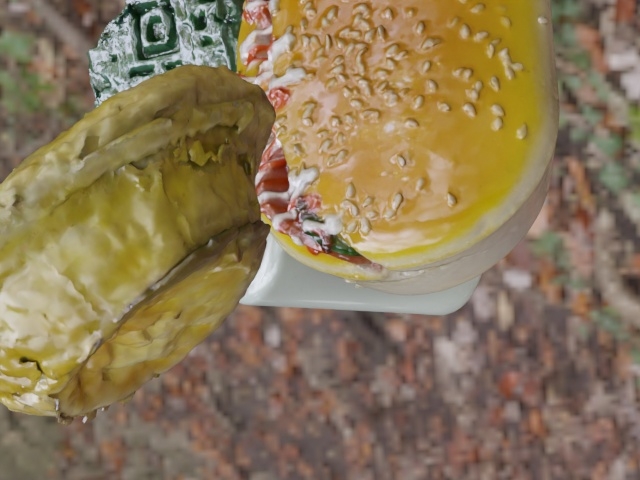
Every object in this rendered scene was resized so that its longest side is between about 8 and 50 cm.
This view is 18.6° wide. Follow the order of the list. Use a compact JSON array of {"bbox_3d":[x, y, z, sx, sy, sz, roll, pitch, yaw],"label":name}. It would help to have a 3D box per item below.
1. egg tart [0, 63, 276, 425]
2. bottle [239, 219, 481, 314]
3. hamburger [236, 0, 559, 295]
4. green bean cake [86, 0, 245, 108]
[{"bbox_3d":[-0.085,0.014,0.807,0.074,0.191,0.191,50,136,14],"label":"egg tart"},{"bbox_3d":[0.000,0.000,1.468,0.104,0.245,0.104,-13,74,57],"label":"bottle"},{"bbox_3d":[0.051,-0.108,1.332,0.227,0.151,0.295,-13,58,19],"label":"hamburger"},{"bbox_3d":[-0.122,-0.192,1.765,0.208,0.107,0.193,-7,98,37],"label":"green bean cake"}]
